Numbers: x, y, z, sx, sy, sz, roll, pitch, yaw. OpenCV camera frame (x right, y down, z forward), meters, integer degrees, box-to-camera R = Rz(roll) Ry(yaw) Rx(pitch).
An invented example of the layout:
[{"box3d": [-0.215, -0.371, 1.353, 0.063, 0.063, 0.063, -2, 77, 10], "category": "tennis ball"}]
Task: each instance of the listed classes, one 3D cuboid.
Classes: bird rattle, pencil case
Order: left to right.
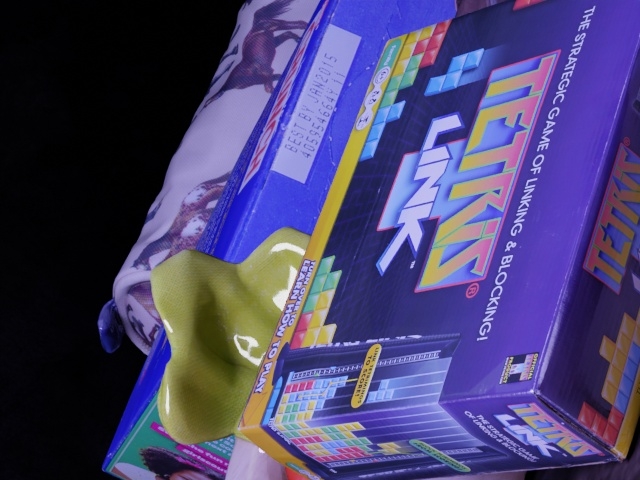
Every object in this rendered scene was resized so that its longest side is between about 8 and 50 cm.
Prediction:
[{"box3d": [-0.021, -0.078, 1.434, 0.183, 0.160, 0.410, -41, 25, 55], "category": "pencil case"}, {"box3d": [-0.001, 0.093, 0.750, 0.207, 0.143, 0.253, -40, 25, 40], "category": "bird rattle"}]

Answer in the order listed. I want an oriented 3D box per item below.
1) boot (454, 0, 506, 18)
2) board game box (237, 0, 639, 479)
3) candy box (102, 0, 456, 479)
[{"box3d": [0.118, -0.107, 0.772, 0.248, 0.090, 0.207, 126, 155, -61], "category": "boot"}, {"box3d": [0.057, -0.005, 0.661, 0.141, 0.048, 0.170, -15, 46, 49], "category": "board game box"}, {"box3d": [0.000, 0.000, 1.108, 0.317, 0.122, 0.268, 123, 171, -65], "category": "candy box"}]
